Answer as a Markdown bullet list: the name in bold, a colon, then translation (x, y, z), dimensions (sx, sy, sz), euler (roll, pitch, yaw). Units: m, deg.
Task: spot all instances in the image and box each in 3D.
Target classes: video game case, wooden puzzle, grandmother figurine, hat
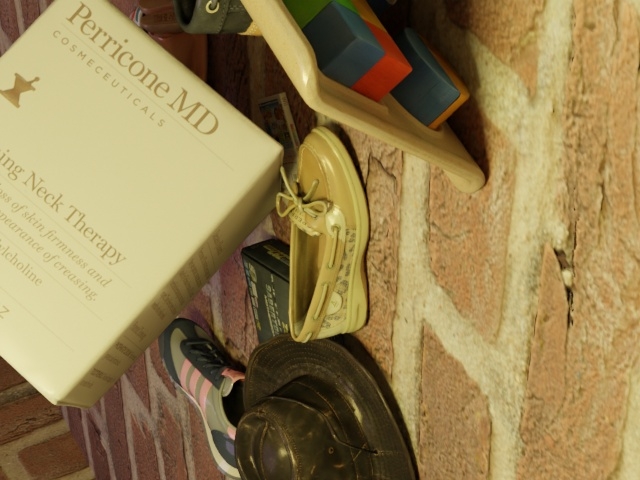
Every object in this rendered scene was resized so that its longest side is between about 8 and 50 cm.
- **video game case**: translation (-0.048, -0.130, 1.796), dimensions (0.087, 0.011, 0.122), euler (0, 107, 68)
- **wooden puzzle**: translation (0.019, -0.217, 1.301), dimensions (0.348, 0.080, 0.322), euler (25, -151, -56)
- **grandmother figurine**: translation (-0.196, -0.178, 2.013), dimensions (0.207, 0.104, 0.342), euler (-92, -4, -56)
- **hat**: translation (-0.023, 0.291, 1.796), dimensions (0.331, 0.134, 0.331), euler (23, 127, 34)

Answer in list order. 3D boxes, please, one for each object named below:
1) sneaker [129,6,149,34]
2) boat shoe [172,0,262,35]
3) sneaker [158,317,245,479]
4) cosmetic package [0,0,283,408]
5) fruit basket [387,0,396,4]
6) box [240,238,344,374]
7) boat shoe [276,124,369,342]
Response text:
- **sneaker**: translation (-0.251, -0.284, 2.097), dimensions (0.075, 0.057, 0.161), euler (160, 94, -74)
- **boat shoe**: translation (-0.139, -0.456, 1.480), dimensions (0.187, 0.156, 0.500), euler (14, 120, 66)
- **sneaker**: translation (-0.161, 0.231, 2.266), dimensions (0.319, 0.112, 0.131), euler (56, 137, 28)
- **cosmetic package**: translation (-0.294, -0.042, 1.721), dimensions (0.329, 0.393, 0.327), euler (40, 172, 4)
- **fruit basket**: translation (0.016, -0.403, 1.165), dimensions (0.353, 0.165, 0.327), euler (55, 157, 1)
- **box**: translation (-0.030, 0.131, 1.896), dimensions (0.183, 0.059, 0.232), euler (29, 135, 57)
- **boat shoe**: translation (0.000, 0.000, 1.677), dimensions (0.104, 0.089, 0.285), euler (40, 142, 54)
